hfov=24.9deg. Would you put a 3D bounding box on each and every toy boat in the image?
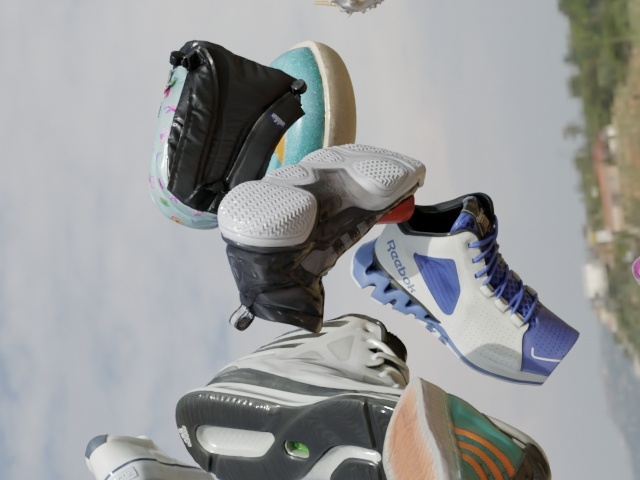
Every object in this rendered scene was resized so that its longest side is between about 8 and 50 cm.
[{"bbox_3d":[-0.021,-0.094,1.731,0.318,0.148,0.267,40,124,55],"label":"toy boat"}]

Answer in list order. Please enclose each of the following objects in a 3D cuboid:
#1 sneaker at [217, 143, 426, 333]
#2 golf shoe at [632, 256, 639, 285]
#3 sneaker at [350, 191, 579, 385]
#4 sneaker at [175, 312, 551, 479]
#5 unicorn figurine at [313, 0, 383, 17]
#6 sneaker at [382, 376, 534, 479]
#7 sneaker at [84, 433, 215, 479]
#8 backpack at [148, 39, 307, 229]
[{"bbox_3d":[0.000,0.000,1.462,0.269,0.101,0.153,-22,-52,-43],"label":"sneaker"},{"bbox_3d":[0.503,0.097,1.673,0.140,0.306,0.115,-51,-9,1],"label":"golf shoe"},{"bbox_3d":[0.204,0.047,1.901,0.127,0.315,0.182,-54,-8,-49],"label":"sneaker"},{"bbox_3d":[0.080,0.172,1.625,0.257,0.448,0.169,-43,-49,-46],"label":"sneaker"},{"bbox_3d":[0.045,-0.239,1.254,0.060,0.162,0.111,54,-158,11],"label":"unicorn figurine"},{"bbox_3d":[0.124,0.214,1.181,0.302,0.121,0.108,-87,20,-66],"label":"sneaker"},{"bbox_3d":[-0.198,0.279,1.746,0.091,0.094,0.258,55,-178,24],"label":"sneaker"},{"bbox_3d":[-0.108,-0.101,1.521,0.115,0.152,0.182,137,149,-70],"label":"backpack"}]
